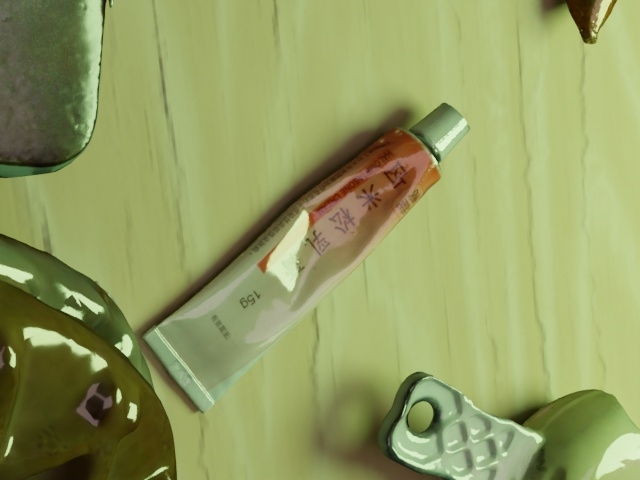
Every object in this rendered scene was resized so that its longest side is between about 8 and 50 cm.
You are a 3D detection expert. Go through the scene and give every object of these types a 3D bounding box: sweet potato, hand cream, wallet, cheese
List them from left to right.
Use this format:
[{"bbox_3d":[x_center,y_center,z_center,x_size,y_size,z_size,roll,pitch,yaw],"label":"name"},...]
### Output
[{"bbox_3d":[-0.149,-0.157,0.658,0.137,0.031,0.255,5,97,-35],"label":"wallet"},{"bbox_3d":[-0.001,-0.001,0.787,0.216,0.038,0.052,-44,92,-16],"label":"hand cream"},{"bbox_3d":[0.145,0.154,0.881,0.286,0.082,0.163,36,78,-32],"label":"cheese"},{"bbox_3d":[0.165,-0.161,0.867,0.034,0.034,0.095,29,71,-34],"label":"sweet potato"}]

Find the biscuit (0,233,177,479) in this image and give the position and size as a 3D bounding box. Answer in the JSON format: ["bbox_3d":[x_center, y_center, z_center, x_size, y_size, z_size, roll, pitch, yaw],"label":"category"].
[{"bbox_3d":[-0.203,0.127,0.553,0.332,0.103,0.332,-24,141,-20],"label":"biscuit"}]

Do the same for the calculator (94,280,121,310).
[{"bbox_3d":[-0.126,0.104,0.718,0.100,0.032,0.175,-24,111,-28],"label":"calculator"}]
